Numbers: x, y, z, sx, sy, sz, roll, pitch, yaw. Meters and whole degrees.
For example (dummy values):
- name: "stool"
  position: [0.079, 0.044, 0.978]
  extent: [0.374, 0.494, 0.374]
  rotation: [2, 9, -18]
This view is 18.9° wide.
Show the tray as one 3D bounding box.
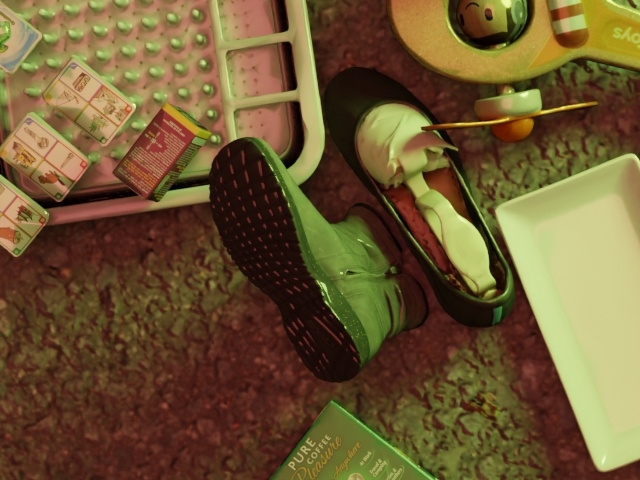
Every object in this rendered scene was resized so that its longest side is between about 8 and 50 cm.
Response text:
- name: "tray"
  position: [0.277, 0.068, 1.800]
  extent: [0.145, 0.030, 0.270]
  rotation: [-21, 88, 4]

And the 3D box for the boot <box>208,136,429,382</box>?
- name: "boot"
  position: [0.000, 0.000, 1.760]
  extent: [0.083, 0.161, 0.246]
  rotation: [-22, 100, 34]

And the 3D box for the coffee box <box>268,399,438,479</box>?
- name: "coffee box"
  position: [0.049, 0.247, 1.812]
  extent: [0.184, 0.040, 0.113]
  rotation: [36, 92, 4]

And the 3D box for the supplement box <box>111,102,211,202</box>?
- name: "supplement box"
  position: [-0.145, -0.080, 1.756]
  extent: [0.043, 0.055, 0.083]
  rotation: [38, 93, 6]

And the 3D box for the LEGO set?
- name: "LEGO set"
  position: [-0.321, -0.129, 1.789]
  extent: [0.244, 0.060, 0.182]
  rotation: [38, 90, -4]

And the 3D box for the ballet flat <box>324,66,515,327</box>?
- name: "ballet flat"
  position: [0.101, -0.049, 1.782]
  extent: [0.095, 0.096, 0.280]
  rotation: [-33, 87, -8]

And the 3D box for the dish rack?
- name: "dish rack"
  position: [-0.171, -0.168, 1.821]
  extent: [0.333, 0.072, 0.285]
  rotation: [-8, 90, 5]

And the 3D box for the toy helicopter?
- name: "toy helicopter"
  position: [0.231, -0.181, 1.758]
  extent: [0.355, 0.140, 0.235]
  rotation: [16, 89, -2]
